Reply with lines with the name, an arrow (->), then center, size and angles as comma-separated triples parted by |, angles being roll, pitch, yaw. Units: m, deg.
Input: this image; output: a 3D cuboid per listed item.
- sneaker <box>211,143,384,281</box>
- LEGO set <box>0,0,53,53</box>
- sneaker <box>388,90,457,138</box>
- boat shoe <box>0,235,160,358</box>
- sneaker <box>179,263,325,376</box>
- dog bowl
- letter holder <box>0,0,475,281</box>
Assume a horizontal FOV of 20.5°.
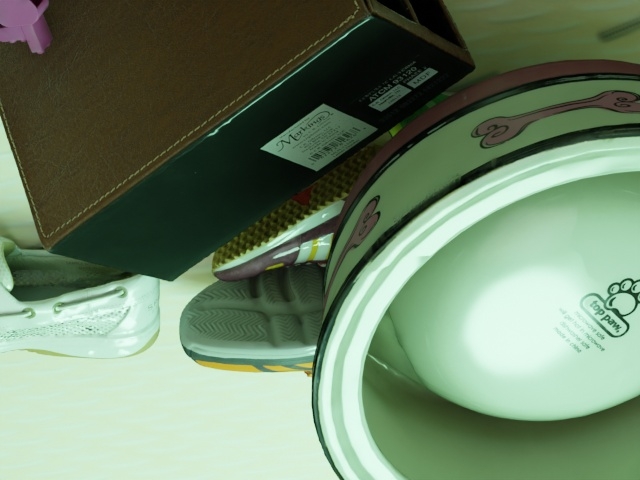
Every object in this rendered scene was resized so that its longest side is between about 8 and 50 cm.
sneaker -> 0.000, 0.000, 1.442 | 0.185, 0.069, 0.084 | -28, 119, 20
LEGO set -> -0.298, -0.132, 1.272 | 0.227, 0.087, 0.093 | -3, 126, 24
sneaker -> 0.186, -0.083, 1.371 | 0.295, 0.109, 0.123 | 12, 120, -20
boat shoe -> -0.269, 0.038, 1.451 | 0.277, 0.098, 0.096 | -2, 129, -12
sneaker -> 0.047, 0.108, 1.495 | 0.321, 0.124, 0.180 | -5, 128, 2
dog bowl -> 0.183, 0.043, 1.304 | 0.408, 0.150, 0.408 | -5, 130, -6
letter holder -> -0.080, -0.144, 1.291 | 0.302, 0.214, 0.152 | -34, 154, 23
